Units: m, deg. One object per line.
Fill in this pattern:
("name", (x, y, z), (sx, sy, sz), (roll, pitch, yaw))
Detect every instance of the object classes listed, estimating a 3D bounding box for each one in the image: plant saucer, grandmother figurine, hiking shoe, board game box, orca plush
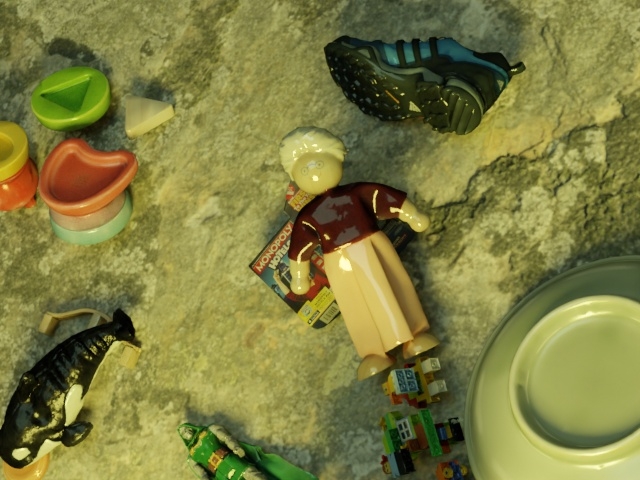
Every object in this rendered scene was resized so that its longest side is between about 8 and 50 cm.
("plant saucer", (-0.449, 0.334, 2.125), (0.083, 0.013, 0.083), (-9, 67, 23))
("plant saucer", (0.343, 0.179, 1.692), (0.400, 0.100, 0.400), (-16, 54, 23))
("grandmother figurine", (0.046, 0.001, 1.875), (0.208, 0.104, 0.342), (-26, 88, -3))
("hiking shoe", (0.139, -0.238, 2.008), (0.304, 0.113, 0.132), (26, 54, 38))
("board game box", (0.000, 0.000, 1.996), (0.194, 0.060, 0.194), (-49, 58, 3))
("orca plush", (-0.391, 0.218, 2.060), (0.287, 0.102, 0.151), (-38, 63, 13))

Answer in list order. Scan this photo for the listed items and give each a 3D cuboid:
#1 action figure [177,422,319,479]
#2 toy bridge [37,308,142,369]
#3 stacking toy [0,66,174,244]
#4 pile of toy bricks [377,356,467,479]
("action figure", (-0.121, 0.322, 1.940), (0.232, 0.063, 0.137), (34, 92, 36))
("toy bridge", (-0.345, 0.140, 2.137), (0.188, 0.026, 0.063), (17, 80, 29))
("stacking toy", (-0.390, -0.126, 2.244), (0.309, 0.130, 0.279), (23, 57, 29))
("pile of toy bricks", (0.114, 0.266, 1.826), (0.105, 0.118, 0.212), (-35, 64, 49))
